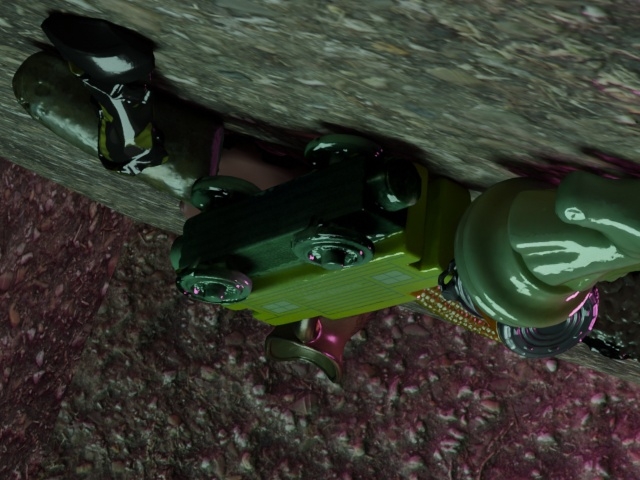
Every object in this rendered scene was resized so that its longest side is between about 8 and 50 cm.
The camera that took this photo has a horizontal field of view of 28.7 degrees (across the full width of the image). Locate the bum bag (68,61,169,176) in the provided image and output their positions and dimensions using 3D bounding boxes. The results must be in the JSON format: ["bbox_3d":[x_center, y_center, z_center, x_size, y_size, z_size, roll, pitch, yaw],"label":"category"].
[{"bbox_3d":[-0.259,-0.164,1.641,0.106,0.060,0.232,5,144,10],"label":"bum bag"}]

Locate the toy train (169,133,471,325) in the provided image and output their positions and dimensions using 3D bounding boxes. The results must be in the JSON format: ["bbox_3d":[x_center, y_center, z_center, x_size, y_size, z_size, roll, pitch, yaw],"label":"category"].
[{"bbox_3d":[0.000,0.000,1.675,0.272,0.179,0.442,24,152,-38],"label":"toy train"}]

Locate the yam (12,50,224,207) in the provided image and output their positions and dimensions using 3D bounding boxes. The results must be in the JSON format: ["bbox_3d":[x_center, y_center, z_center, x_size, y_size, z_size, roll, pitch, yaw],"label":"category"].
[{"bbox_3d":[-0.277,-0.166,1.774,0.330,0.133,0.133,27,173,-13],"label":"yam"}]

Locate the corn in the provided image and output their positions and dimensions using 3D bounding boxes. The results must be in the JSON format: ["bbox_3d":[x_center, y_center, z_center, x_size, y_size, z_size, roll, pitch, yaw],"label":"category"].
[{"bbox_3d":[0.228,0.072,2.161,0.344,0.131,0.131,27,172,-23],"label":"corn"}]

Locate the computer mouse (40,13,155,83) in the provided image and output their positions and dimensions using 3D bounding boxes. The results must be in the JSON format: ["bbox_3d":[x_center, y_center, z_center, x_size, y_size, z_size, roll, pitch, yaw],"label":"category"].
[{"bbox_3d":[-0.269,-0.222,1.485,0.172,0.057,0.099,18,171,32],"label":"computer mouse"}]

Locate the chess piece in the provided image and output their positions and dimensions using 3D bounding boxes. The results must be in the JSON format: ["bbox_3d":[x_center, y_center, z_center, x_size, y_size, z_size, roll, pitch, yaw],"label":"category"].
[{"bbox_3d":[0.278,-0.007,1.297,0.175,0.176,0.298,22,161,-20],"label":"chess piece"}]

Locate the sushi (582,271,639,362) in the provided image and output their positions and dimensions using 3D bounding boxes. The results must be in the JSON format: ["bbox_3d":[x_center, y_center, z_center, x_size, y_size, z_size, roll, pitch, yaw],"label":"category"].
[{"bbox_3d":[0.367,0.073,1.694,0.225,0.136,0.126,27,172,5],"label":"sushi"}]

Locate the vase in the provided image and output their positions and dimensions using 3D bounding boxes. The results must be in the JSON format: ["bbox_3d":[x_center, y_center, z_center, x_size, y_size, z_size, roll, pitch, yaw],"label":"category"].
[{"bbox_3d":[0.001,0.116,2.522,0.240,0.302,0.329,20,173,8],"label":"vase"}]

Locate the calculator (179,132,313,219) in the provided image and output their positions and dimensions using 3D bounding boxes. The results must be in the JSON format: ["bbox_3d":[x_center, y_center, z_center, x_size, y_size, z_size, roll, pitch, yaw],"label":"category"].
[{"bbox_3d":[-0.103,-0.064,1.920,0.329,0.048,0.220,18,136,27],"label":"calculator"}]

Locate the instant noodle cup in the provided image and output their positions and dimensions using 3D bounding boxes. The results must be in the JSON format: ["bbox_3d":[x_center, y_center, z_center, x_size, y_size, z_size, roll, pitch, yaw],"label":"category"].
[{"bbox_3d":[0.261,0.061,1.529,0.178,0.208,0.125,61,-175,-36],"label":"instant noodle cup"}]
